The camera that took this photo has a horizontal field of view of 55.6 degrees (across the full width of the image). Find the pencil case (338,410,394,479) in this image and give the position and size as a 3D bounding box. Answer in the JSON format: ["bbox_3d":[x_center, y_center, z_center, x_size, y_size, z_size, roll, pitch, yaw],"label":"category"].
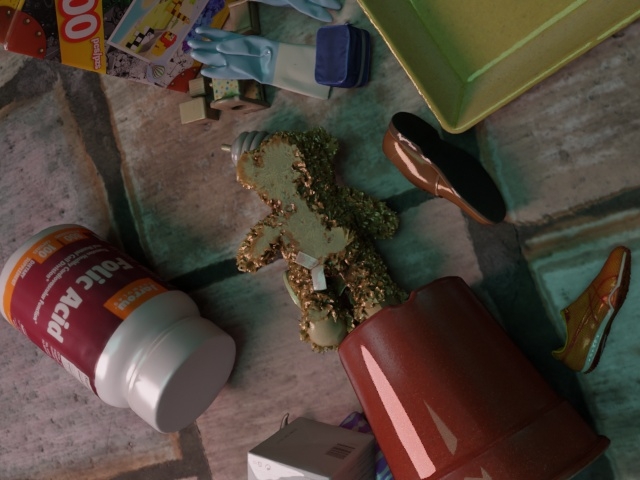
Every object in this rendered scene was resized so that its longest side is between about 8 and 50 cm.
[{"bbox_3d":[0.092,0.358,0.919,0.088,0.086,0.206,-44,67,-7],"label":"pencil case"}]

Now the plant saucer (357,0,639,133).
[{"bbox_3d":[0.218,-0.362,0.768,0.332,0.081,0.333,-32,100,25],"label":"plant saucer"}]

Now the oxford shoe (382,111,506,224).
[{"bbox_3d":[0.175,-0.092,0.872,0.212,0.076,0.076,46,142,15],"label":"oxford shoe"}]

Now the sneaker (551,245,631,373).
[{"bbox_3d":[0.349,0.086,0.784,0.067,0.064,0.175,27,103,34],"label":"sneaker"}]

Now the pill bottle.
[{"bbox_3d":[-0.356,0.149,1.067,0.392,0.224,0.224,29,106,23],"label":"pill bottle"}]

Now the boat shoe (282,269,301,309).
[{"bbox_3d":[-0.002,0.103,0.976,0.048,0.056,0.153,-40,76,14],"label":"boat shoe"}]

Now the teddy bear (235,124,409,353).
[{"bbox_3d":[0.000,0.000,0.922,0.245,0.113,0.338,-42,83,13],"label":"teddy bear"}]

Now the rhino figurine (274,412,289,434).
[{"bbox_3d":[-0.019,0.401,0.991,0.106,0.073,0.243,-20,82,31],"label":"rhino figurine"}]

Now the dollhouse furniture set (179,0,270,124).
[{"bbox_3d":[-0.189,-0.302,1.019,0.160,0.101,0.182,-8,90,28],"label":"dollhouse furniture set"}]

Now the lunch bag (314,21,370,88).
[{"bbox_3d":[0.036,-0.282,0.924,0.067,0.065,0.099,13,103,38],"label":"lunch bag"}]

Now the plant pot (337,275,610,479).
[{"bbox_3d":[0.170,0.207,0.787,0.272,0.272,0.265,-40,68,24],"label":"plant pot"}]

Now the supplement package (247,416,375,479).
[{"bbox_3d":[-0.010,0.402,0.860,0.133,0.139,0.244,5,100,31],"label":"supplement package"}]

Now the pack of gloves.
[{"bbox_3d":[-0.086,-0.338,0.947,0.232,0.046,0.195,8,101,-14],"label":"pack of gloves"}]

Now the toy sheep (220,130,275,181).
[{"bbox_3d":[-0.103,-0.137,0.995,0.132,0.091,0.091,11,99,8],"label":"toy sheep"}]

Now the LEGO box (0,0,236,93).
[{"bbox_3d":[-0.258,-0.505,0.892,0.193,0.372,0.500,42,111,19],"label":"LEGO box"}]
